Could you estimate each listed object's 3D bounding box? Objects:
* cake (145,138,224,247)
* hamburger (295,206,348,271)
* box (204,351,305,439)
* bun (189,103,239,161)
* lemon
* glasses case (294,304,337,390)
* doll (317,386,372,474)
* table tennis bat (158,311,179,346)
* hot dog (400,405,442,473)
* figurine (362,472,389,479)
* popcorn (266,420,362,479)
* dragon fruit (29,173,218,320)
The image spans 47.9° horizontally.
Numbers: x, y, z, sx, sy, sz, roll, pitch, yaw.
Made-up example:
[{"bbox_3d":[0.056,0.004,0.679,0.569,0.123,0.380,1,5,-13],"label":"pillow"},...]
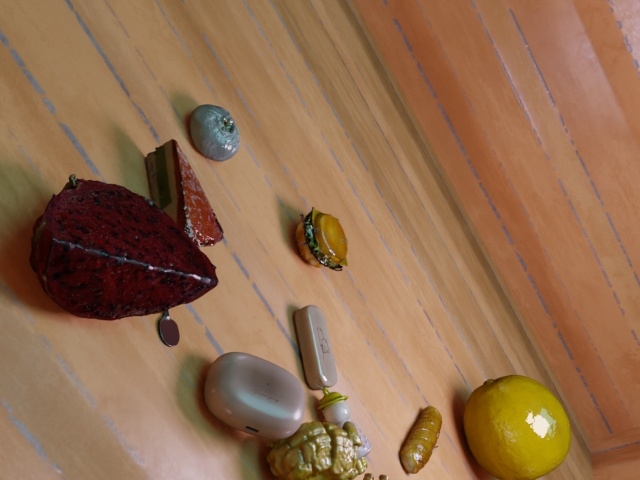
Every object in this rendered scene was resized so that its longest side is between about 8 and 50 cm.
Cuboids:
[{"bbox_3d":[-0.282,-0.074,1.381,0.221,0.086,0.117,64,23,-8],"label":"cake"},{"bbox_3d":[0.002,0.003,1.856,0.189,0.093,0.164,32,44,-48],"label":"hamburger"},{"bbox_3d":[-0.120,0.288,1.338,0.200,0.088,0.146,28,40,-20],"label":"box"},{"bbox_3d":[-0.231,-0.248,1.631,0.141,0.083,0.141,44,31,-35],"label":"bun"},{"bbox_3d":[0.617,0.592,2.281,0.348,0.347,0.348,43,34,-39],"label":"lemon"},{"bbox_3d":[-0.011,0.248,1.674,0.083,0.050,0.197,19,53,-54],"label":"glasses case"},{"bbox_3d":[0.054,0.424,1.617,0.207,0.081,0.129,65,18,1],"label":"doll"},{"bbox_3d":[-0.274,0.151,1.298,0.050,0.007,0.083,15,58,-58],"label":"table tennis bat"},{"bbox_3d":[0.284,0.541,1.989,0.088,0.061,0.286,52,26,-4],"label":"hot dog"},{"bbox_3d":[0.088,0.575,1.485,0.240,0.174,0.116,-69,147,-48],"label":"figurine"},{"bbox_3d":[-0.004,0.427,1.413,0.194,0.163,0.140,37,47,-55],"label":"popcorn"},{"bbox_3d":[-0.345,0.018,1.145,0.316,0.152,0.205,20,31,-46],"label":"dragon fruit"}]
